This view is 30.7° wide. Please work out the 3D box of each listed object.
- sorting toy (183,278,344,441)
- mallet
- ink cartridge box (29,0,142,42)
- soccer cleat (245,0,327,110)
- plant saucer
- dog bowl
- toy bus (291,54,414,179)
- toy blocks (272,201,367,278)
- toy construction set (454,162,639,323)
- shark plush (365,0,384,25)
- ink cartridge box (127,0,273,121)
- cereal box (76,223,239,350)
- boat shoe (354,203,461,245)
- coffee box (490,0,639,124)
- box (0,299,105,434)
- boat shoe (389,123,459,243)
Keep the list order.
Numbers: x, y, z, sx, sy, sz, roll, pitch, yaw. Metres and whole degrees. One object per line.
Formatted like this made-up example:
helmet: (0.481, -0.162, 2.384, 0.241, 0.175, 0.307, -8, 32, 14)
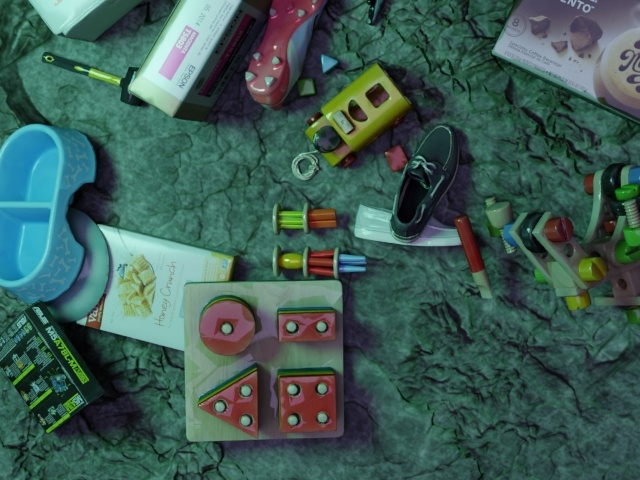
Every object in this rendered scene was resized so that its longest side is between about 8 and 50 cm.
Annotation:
sorting toy: (-0.089, 0.196, 1.852, 0.255, 0.089, 0.257, -1, 96, -4)
mallet: (-0.368, -0.283, 1.917, 0.190, 0.039, 0.062, 26, 99, 10)
ink cartridge box: (-0.395, -0.544, 1.834, 0.279, 0.160, 0.384, -36, 88, 11)
soccer cleat: (-0.045, -0.322, 1.842, 0.083, 0.095, 0.248, 18, 75, 20)
plant saucer: (-0.437, 0.041, 1.922, 0.195, 0.037, 0.195, 0, 90, 26)
dog bowl: (-0.459, -0.050, 1.879, 0.166, 0.074, 0.297, 1, 79, 26)
toy bus: (0.047, -0.187, 1.823, 0.191, 0.104, 0.202, 6, 95, 9)
toy blocks: (0.000, 0.000, 1.870, 0.148, 0.054, 0.123, 1, 95, 9)
toy construction set: (0.379, 0.039, 1.751, 0.309, 0.257, 0.237, -11, 106, 30)
shark plush: (0.117, -0.410, 1.823, 0.067, 0.073, 0.161, 22, 93, -24)
ink cartridge box: (-0.179, -0.303, 1.804, 0.088, 0.193, 0.234, 33, 99, 5)
cereal box: (-0.269, 0.081, 1.921, 0.240, 0.047, 0.173, 13, 95, 8)
boat shoe: (0.146, -0.027, 1.846, 0.184, 0.066, 0.063, 7, 96, 18)
coffee box: (0.423, -0.291, 1.749, 0.297, 0.119, 0.168, 27, 99, 6)
box: (-0.451, 0.210, 1.909, 0.184, 0.045, 0.191, 53, 140, 1)
boat shoe: (0.163, -0.096, 1.804, 0.075, 0.065, 0.206, 21, 75, 12)
